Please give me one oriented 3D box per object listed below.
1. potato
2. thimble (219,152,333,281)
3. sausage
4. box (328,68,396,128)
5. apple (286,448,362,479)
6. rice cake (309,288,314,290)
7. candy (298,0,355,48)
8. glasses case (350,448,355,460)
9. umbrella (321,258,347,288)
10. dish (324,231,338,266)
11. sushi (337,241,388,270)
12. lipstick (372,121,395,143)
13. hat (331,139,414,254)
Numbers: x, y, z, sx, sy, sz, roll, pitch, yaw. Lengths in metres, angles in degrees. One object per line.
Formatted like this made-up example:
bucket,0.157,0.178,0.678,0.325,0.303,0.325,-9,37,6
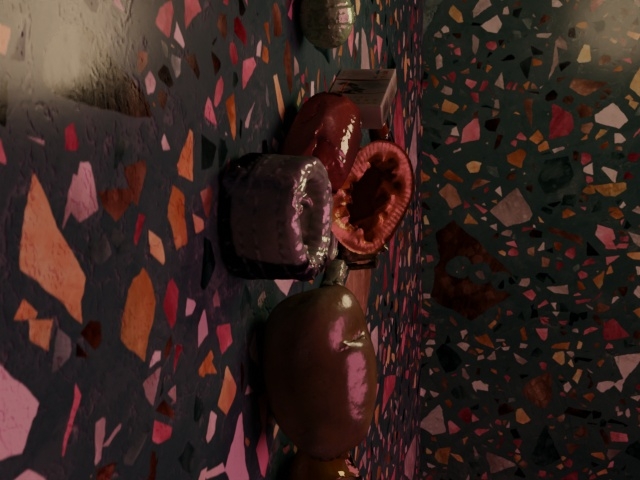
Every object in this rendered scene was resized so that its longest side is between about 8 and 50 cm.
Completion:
potato,0.000,0.251,1.481,0.243,0.221,0.326,-70,149,-77
thimble,-0.071,-0.045,1.304,0.237,0.150,0.237,2,90,-74
sausage,0.002,-0.197,1.555,0.279,0.152,0.152,-72,159,-45
box,0.102,-0.358,1.915,0.233,0.149,0.067,-68,158,-52
apple,0.016,0.555,1.673,0.254,0.179,0.346,-56,149,-42
rice cake,-0.033,0.158,1.712,0.171,0.029,0.033,-58,151,-63
candy,-0.013,-0.618,1.568,0.119,0.119,0.440,-56,139,-63
glasses case,0.064,0.544,2.079,0.117,0.070,0.301,73,21,-66
umbrella,0.035,0.111,1.904,0.062,0.067,0.143,119,-16,-46
dish,0.000,0.000,1.742,0.191,0.066,0.190,2,90,-76
sushi,0.108,-0.045,2.023,0.131,0.139,0.291,-76,161,-63
lipstick,0.219,-0.295,2.508,0.299,0.081,0.081,66,30,-54
hat,0.060,-0.122,1.752,0.233,0.233,0.244,32,-37,56
